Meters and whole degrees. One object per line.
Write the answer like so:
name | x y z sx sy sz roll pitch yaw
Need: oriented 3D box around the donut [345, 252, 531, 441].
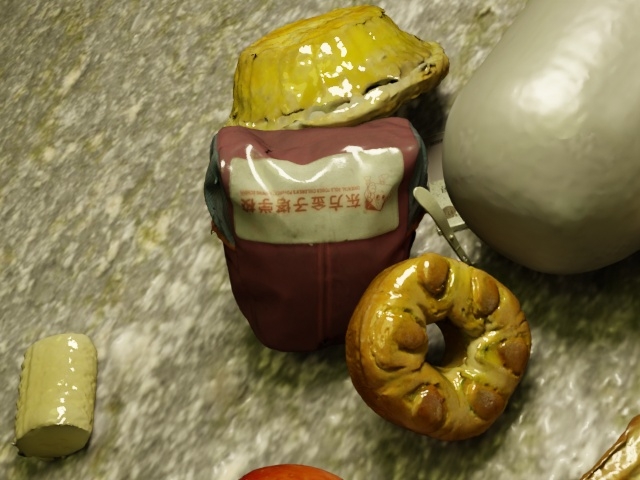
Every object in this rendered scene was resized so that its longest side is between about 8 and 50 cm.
donut | 0.138 0.127 1.012 0.227 0.226 0.114 -54 16 -16

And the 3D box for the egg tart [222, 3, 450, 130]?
egg tart | 0.002 -0.246 1.270 0.387 0.169 0.388 -19 20 7

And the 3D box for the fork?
fork | 0.171 0.009 1.079 0.034 0.219 0.028 -45 34 -7

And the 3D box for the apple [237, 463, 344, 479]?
apple | -0.029 0.380 0.893 0.206 0.252 0.272 7 45 8

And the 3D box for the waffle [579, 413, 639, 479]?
waffle | 0.401 0.345 0.831 0.304 0.077 0.348 -41 51 -7

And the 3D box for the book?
book | 0.222 -0.099 1.252 0.127 0.014 0.182 -15 54 15

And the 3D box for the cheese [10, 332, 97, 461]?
cheese | -0.393 0.231 1.257 0.123 0.094 0.167 -27 46 18

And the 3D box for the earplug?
earplug | 0.332 -0.155 1.050 0.312 0.313 0.394 32 75 37

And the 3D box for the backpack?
backpack | 0.000 0.000 1.112 0.283 0.317 0.197 -2 29 0
